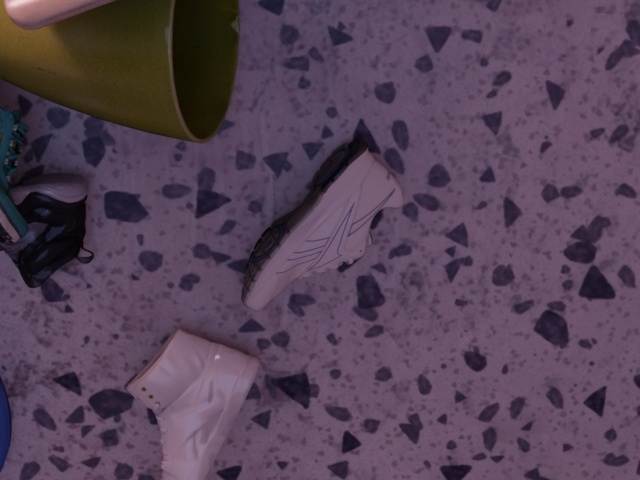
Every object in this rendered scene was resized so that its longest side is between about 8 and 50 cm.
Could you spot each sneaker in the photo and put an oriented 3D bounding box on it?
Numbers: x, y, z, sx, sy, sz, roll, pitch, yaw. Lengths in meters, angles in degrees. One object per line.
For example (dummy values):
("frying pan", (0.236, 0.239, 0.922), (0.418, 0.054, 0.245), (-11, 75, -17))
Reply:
("sneaker", (-0.226, 0.274, 1.915), (0.169, 0.108, 0.293), (25, 97, -7))
("sneaker", (-0.458, -0.004, 1.809), (0.268, 0.101, 0.153), (-8, 106, -1))
("sneaker", (0.000, 0.000, 1.822), (0.129, 0.111, 0.297), (38, 105, -19))
("sneaker", (-0.445, -0.132, 1.704), (0.110, 0.107, 0.275), (-20, 92, -20))

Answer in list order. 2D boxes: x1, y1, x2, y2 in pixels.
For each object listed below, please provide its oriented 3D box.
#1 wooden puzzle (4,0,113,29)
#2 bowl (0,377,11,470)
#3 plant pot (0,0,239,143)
("wooden puzzle", (-0.233, -0.413, 1.550), (0.322, 0.348, 0.080), (-19, 126, 5))
("bowl", (-0.671, 0.283, 1.919), (0.391, 0.077, 0.391), (0, 109, -1))
("plant pot", (-0.286, -0.274, 1.657), (0.293, 0.275, 0.275), (5, 109, 13))
